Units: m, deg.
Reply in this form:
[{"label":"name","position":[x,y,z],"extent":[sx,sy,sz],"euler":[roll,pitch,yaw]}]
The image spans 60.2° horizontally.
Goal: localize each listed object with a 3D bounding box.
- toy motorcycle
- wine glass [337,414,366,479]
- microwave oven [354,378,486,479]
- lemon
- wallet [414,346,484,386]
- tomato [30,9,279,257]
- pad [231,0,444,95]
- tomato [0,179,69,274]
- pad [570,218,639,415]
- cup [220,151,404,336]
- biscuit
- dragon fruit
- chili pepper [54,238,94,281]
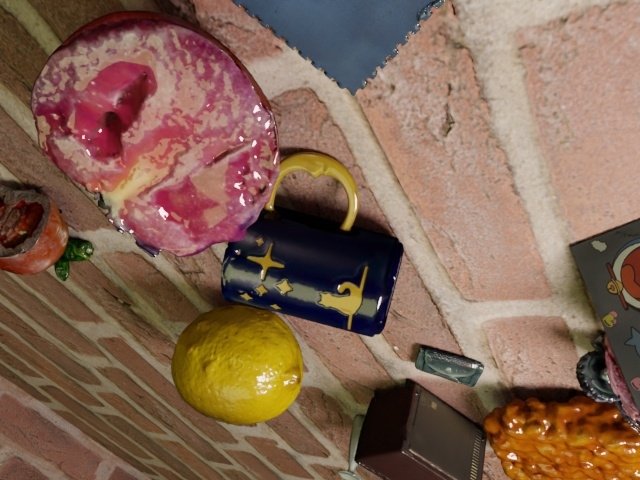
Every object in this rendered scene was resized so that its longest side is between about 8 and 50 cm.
[{"label":"toy motorcycle","position":[0.544,0.242,0.869],"extent":[0.270,0.159,0.106],"euler":[35,150,13]},{"label":"wine glass","position":[0.098,0.539,1.431],"extent":[0.073,0.155,0.073],"euler":[17,145,12]},{"label":"microwave oven","position":[0.225,0.464,1.253],"extent":[0.247,0.178,0.188],"euler":[36,141,-15]},{"label":"lemon","position":[-0.171,0.262,1.171],"extent":[0.284,0.260,0.260],"euler":[-20,125,30]},{"label":"wallet","position":[0.257,0.256,1.114],"extent":[0.129,0.026,0.088],"euler":[15,142,11]},{"label":"tomato","position":[-0.190,-0.155,0.756],"extent":[0.290,0.176,0.335],"euler":[-30,120,23]},{"label":"pad","position":[0.008,-0.312,0.588],"extent":[0.269,0.012,0.270],"euler":[36,140,-15]},{"label":"tomato","position":[-0.635,-0.012,1.180],"extent":[0.214,0.180,0.155],"euler":[13,155,16]},{"label":"pad","position":[0.437,0.091,0.695],"extent":[0.006,0.245,0.170],"euler":[-4,161,-40]},{"label":"cup","position":[-0.006,0.019,0.855],"extent":[0.257,0.178,0.255],"euler":[13,142,10]},{"label":"biscuit","position":[0.501,0.416,1.108],"extent":[0.318,0.110,0.312],"euler":[-3,137,31]},{"label":"dragon fruit","position":[0.499,0.168,0.745],"extent":[0.211,0.147,0.282],"euler":[5,99,50]},{"label":"chili pepper","position":[-0.592,0.039,1.290],"extent":[0.073,0.050,0.182],"euler":[41,140,-21]}]
